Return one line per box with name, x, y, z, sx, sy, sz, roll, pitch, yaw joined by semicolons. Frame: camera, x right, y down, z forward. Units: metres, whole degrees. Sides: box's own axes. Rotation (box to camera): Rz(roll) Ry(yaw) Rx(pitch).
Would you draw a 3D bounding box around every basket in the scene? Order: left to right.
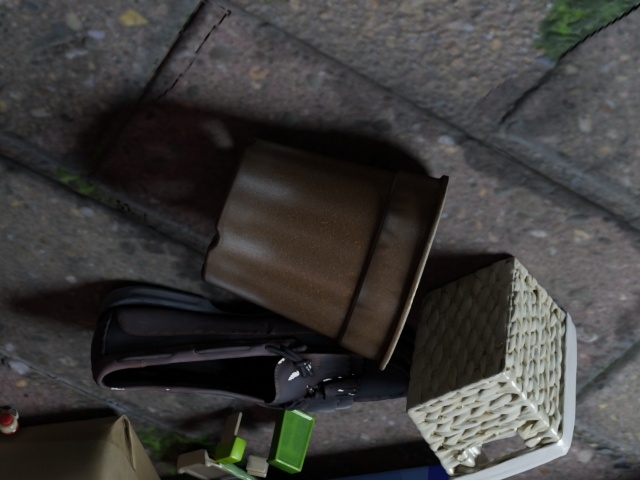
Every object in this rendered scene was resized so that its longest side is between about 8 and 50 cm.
basket;0.145;0.110;1.329;0.113;0.167;0.103;-26;118;27

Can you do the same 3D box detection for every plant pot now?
plant pot;0.000;0.000;1.256;0.165;0.167;0.167;19;133;1

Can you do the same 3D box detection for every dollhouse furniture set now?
dollhouse furniture set;-0.073;0.205;1.542;0.076;0.059;0.151;29;150;-28

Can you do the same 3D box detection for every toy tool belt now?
toy tool belt;-0.342;0.169;1.526;0.083;0.052;0.051;1;142;6

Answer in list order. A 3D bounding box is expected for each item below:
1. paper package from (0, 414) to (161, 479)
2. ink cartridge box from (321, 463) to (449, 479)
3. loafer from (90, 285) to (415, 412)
paper package;-0.304;0.346;1.608;0.324;0.168;0.309;-9;130;16
ink cartridge box;0.065;0.361;1.564;0.395;0.151;0.270;-9;140;17
loafer;-0.059;0.118;1.407;0.302;0.095;0.109;9;134;0
